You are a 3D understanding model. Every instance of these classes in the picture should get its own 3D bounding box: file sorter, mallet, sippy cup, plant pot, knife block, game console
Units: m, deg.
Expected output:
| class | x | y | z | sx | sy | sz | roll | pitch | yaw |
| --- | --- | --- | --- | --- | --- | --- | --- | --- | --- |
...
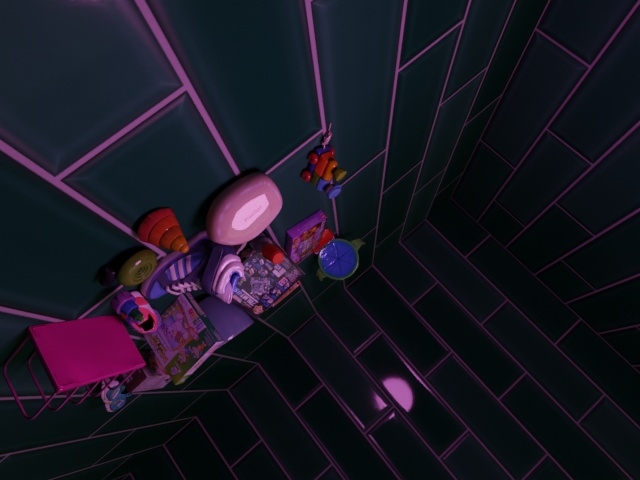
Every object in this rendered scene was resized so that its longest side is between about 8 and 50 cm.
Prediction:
| class | x | y | z | sx | sy | sz | roll | pitch | yaw |
| --- | --- | --- | --- | --- | --- | --- | --- | --- | --- |
| file sorter | -0.734 | 0.373 | 1.256 | 0.182 | 0.202 | 0.290 | -44 | 163 | 15 |
| mallet | -0.562 | 0.093 | 1.237 | 0.062 | 0.039 | 0.189 | -50 | 165 | 19 |
| sippy cup | 0.115 | 0.107 | 2.444 | 0.305 | 0.240 | 0.224 | -5 | 178 | 9 |
| plant pot | -0.452 | 0.344 | 1.743 | 0.290 | 0.196 | 0.290 | -35 | 177 | -2 |
| knife block | -0.195 | 0.256 | 2.255 | 0.275 | 0.088 | 0.242 | -42 | 177 | 18 |
| game console | 0.000 | 0.000 | 2.256 | 0.144 | 0.085 | 0.124 | -41 | -166 | -3 |

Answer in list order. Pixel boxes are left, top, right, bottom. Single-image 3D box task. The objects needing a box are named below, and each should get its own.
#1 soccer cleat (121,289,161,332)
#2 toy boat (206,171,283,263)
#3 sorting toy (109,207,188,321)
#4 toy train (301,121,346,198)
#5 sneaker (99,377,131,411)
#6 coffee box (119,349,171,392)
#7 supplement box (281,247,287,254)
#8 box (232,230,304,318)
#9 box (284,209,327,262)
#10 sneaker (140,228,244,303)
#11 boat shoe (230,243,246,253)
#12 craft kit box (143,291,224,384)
| class | x | y | z | sx | sy | sz | roll | pitch | yaw |
| --- | --- | --- | --- | --- | --- | --- | --- | --- | --- |
| soccer cleat | -0.606 | 0.281 | 1.442 | 0.108 | 0.116 | 0.318 | -35 | 161 | -23 |
| toy boat | -0.227 | -0.054 | 1.359 | 0.267 | 0.148 | 0.318 | -39 | 130 | -14 |
| sorting toy | -0.474 | 0.090 | 1.186 | 0.366 | 0.126 | 0.127 | -57 | 167 | 18 |
| toy train | 0.037 | -0.271 | 1.475 | 0.105 | 0.143 | 0.248 | -29 | 159 | -36 |
| sneaker | -0.843 | 0.643 | 1.750 | 0.109 | 0.107 | 0.275 | -1 | 147 | -17 |
| coffee box | -0.730 | 0.544 | 1.762 | 0.098 | 0.141 | 0.246 | -41 | 161 | -2 |
| supplement box | -0.200 | 0.083 | 1.970 | 0.083 | 0.043 | 0.055 | -37 | 163 | -18 |
| box | -0.253 | 0.153 | 1.753 | 0.293 | 0.073 | 0.295 | -43 | 134 | -2 |
| box | -0.078 | -0.004 | 2.004 | 0.200 | 0.057 | 0.293 | -34 | 161 | -23 |
| sneaker | -0.399 | 0.139 | 1.351 | 0.322 | 0.236 | 0.130 | -42 | 162 | -3 |
| boat shoe | -0.338 | 0.028 | 1.526 | 0.079 | 0.084 | 0.233 | 14 | 138 | -28 |
| craft kit box | -0.529 | 0.373 | 1.606 | 0.247 | 0.250 | 0.061 | -47 | 160 | 12 |
